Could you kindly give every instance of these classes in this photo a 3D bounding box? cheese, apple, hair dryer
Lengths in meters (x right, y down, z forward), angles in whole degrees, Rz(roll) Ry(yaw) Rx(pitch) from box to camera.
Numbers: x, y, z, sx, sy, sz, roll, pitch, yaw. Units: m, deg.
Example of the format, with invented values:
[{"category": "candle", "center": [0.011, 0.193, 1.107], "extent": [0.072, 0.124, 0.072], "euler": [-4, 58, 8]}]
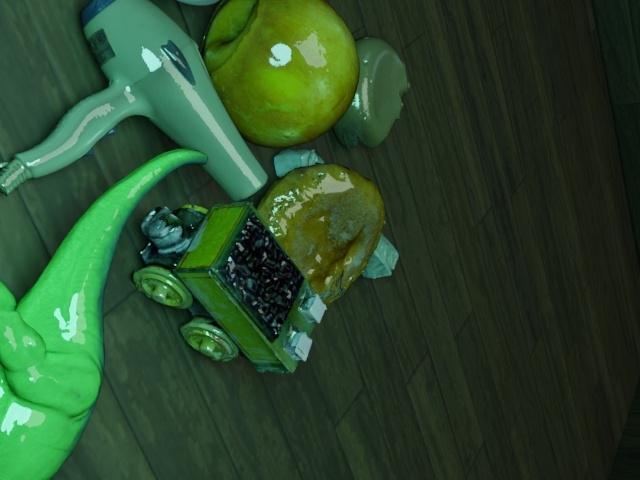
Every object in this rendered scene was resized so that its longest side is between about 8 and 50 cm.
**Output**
[{"category": "cheese", "center": [0.078, -0.255, 1.460], "extent": [0.175, 0.091, 0.202], "euler": [49, 51, -43]}, {"category": "apple", "center": [-0.063, -0.246, 1.123], "extent": [0.207, 0.237, 0.236], "euler": [46, 51, -45]}, {"category": "hair dryer", "center": [-0.198, -0.118, 0.997], "extent": [0.296, 0.119, 0.298], "euler": [32, 66, -27]}]

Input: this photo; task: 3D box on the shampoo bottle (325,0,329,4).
[{"category": "shampoo bottle", "center": [-0.019, -0.408, 1.285], "extent": [0.236, 0.067, 0.068], "euler": [-92, -167, -54]}]

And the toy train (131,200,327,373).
[{"category": "toy train", "center": [-0.117, 0.058, 1.065], "extent": [0.260, 0.178, 0.134], "euler": [56, 45, -36]}]

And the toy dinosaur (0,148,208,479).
[{"category": "toy dinosaur", "center": [-0.238, 0.156, 0.881], "extent": [0.500, 0.144, 0.374], "euler": [-35, 119, -37]}]

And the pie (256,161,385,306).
[{"category": "pie", "center": [0.000, 0.000, 1.294], "extent": [0.274, 0.069, 0.273], "euler": [-18, 121, -33]}]

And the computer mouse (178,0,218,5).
[{"category": "computer mouse", "center": [-0.178, -0.459, 1.073], "extent": [0.184, 0.121, 0.296], "euler": [6, 98, -44]}]

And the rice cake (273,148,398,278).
[{"category": "rice cake", "center": [0.032, -0.045, 1.394], "extent": [0.336, 0.066, 0.063], "euler": [48, 50, -42]}]
